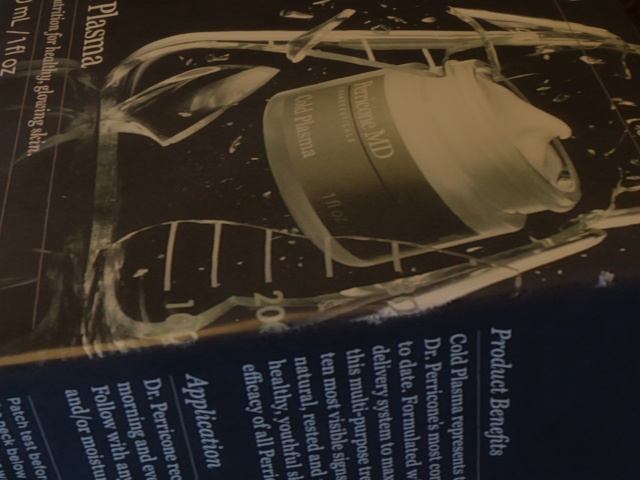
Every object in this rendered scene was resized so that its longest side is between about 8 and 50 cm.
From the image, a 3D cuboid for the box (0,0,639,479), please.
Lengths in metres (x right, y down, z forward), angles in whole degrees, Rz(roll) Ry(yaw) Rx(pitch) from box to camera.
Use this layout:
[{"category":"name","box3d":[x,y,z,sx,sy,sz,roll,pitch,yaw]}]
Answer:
[{"category":"box","box3d":[0.000,0.000,0.837,0.471,0.297,0.480,-7,40,-3]}]
